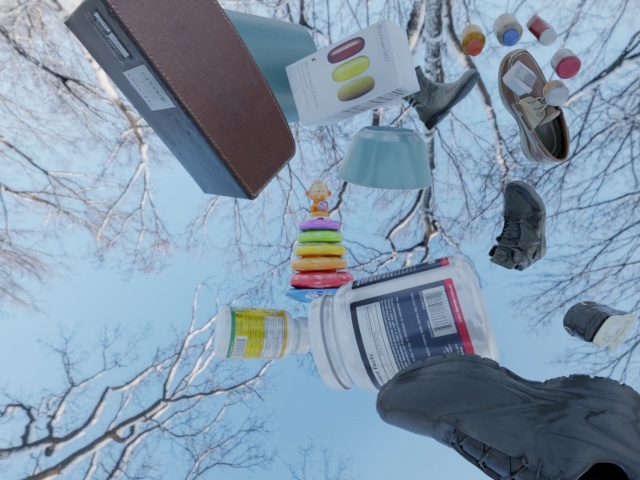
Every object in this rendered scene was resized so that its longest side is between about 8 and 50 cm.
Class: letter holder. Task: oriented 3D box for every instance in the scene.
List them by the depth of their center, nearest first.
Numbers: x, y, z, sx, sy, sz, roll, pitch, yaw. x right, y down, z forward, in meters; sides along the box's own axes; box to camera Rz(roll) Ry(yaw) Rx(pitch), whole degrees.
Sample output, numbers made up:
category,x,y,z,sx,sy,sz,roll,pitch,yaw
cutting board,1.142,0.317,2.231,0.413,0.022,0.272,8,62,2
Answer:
category,x,y,z,sx,sy,sz,roll,pitch,yaw
letter holder,-0.155,-0.245,0.604,0.152,0.302,0.214,13,-125,46

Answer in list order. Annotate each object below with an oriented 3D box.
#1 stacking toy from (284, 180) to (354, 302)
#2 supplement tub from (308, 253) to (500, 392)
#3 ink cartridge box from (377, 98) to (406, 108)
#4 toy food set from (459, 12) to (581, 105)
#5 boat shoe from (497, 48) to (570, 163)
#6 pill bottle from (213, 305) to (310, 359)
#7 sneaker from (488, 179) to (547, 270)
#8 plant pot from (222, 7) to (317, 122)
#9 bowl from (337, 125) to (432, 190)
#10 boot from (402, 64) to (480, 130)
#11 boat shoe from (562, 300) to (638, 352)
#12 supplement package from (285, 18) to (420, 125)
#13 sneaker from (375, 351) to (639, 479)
category,x,y,z,sx,sy,sz,roll,pitch,yaw
stacking toy,0.000,0.000,1.015,0.175,0.166,0.301,0,-95,-1
supplement tub,0.136,0.144,0.689,0.272,0.191,0.191,-17,-127,17
ink cartridge box,0.195,-0.578,1.517,0.371,0.175,0.069,4,-129,40
toy food set,0.364,-0.318,0.718,0.232,0.111,0.104,32,-140,-11
boat shoe,0.566,-0.340,1.056,0.123,0.324,0.116,-34,-158,5
pill bottle,-0.129,0.213,0.937,0.209,0.117,0.117,8,-129,-21
sneaker,0.451,-0.020,0.947,0.130,0.227,0.087,-35,-148,-21
plant pot,-0.205,-0.427,1.051,0.334,0.341,0.341,-13,-133,-32
bowl,0.215,-0.278,1.327,0.312,0.163,0.311,3,-157,-1
boot,0.313,-0.425,1.140,0.083,0.246,0.161,-40,-92,-22
boat shoe,0.298,0.089,0.433,0.042,0.133,0.049,37,-74,47
supplement package,0.071,-0.356,0.900,0.244,0.139,0.134,-12,-172,32
sneaker,0.200,0.203,0.431,0.286,0.109,0.130,2,-142,14
